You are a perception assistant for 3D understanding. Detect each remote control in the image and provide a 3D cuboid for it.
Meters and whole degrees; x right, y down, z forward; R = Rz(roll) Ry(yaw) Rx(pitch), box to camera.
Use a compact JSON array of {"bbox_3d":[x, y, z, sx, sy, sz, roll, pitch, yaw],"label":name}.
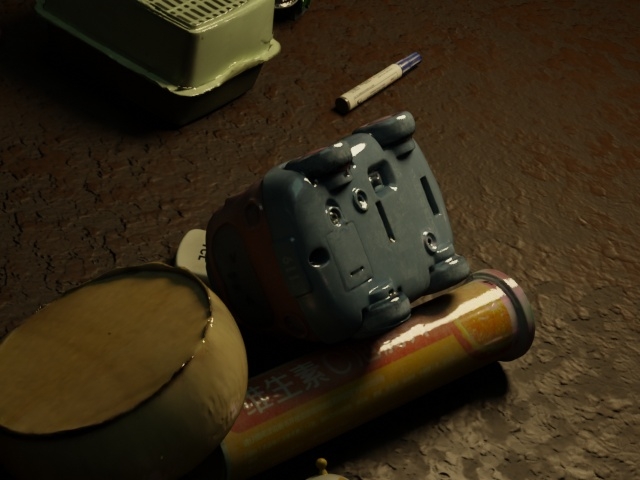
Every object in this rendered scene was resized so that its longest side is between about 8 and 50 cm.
[{"bbox_3d":[-0.073,0.037,1.756,0.190,0.029,0.087,14,36,1],"label":"remote control"}]

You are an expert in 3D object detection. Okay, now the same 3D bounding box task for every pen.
[{"bbox_3d":[0.084,-0.225,2.155,0.025,0.025,0.204,30,39,20],"label":"pen"}]

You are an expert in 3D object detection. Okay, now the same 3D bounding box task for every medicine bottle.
[{"bbox_3d":[0.043,0.145,1.593,0.426,0.108,0.108,-22,49,-36],"label":"medicine bottle"}]

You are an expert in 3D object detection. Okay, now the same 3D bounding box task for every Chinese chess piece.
[{"bbox_3d":[-0.195,0.134,1.443,0.257,0.104,0.257,-17,34,12],"label":"Chinese chess piece"}]

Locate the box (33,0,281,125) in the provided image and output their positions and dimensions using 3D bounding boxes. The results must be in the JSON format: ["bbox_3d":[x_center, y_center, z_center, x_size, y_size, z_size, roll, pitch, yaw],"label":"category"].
[{"bbox_3d":[-0.216,-0.292,2.024,0.290,0.166,0.220,32,40,22],"label":"box"}]

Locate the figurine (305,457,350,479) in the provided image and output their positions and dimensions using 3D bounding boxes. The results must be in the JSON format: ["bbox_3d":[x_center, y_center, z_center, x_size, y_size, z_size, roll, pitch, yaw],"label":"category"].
[{"bbox_3d":[0.011,0.282,1.435,0.101,0.068,0.143,14,49,-8],"label":"figurine"}]

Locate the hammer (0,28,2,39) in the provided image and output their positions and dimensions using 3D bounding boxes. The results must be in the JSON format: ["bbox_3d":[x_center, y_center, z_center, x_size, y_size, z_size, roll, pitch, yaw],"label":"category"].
[{"bbox_3d":[-0.455,-0.290,2.062,0.052,0.031,0.083,9,31,-13],"label":"hammer"}]

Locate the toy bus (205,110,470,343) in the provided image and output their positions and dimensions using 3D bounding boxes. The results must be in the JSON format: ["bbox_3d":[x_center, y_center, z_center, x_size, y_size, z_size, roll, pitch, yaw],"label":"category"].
[{"bbox_3d":[0.000,0.000,1.634,0.231,0.197,0.294,-17,9,36],"label":"toy bus"}]

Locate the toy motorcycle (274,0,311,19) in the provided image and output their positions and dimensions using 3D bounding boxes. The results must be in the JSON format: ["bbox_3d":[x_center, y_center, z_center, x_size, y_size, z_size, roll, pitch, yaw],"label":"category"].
[{"bbox_3d":[-0.111,-0.429,2.286,0.274,0.125,0.187,31,49,18],"label":"toy motorcycle"}]
